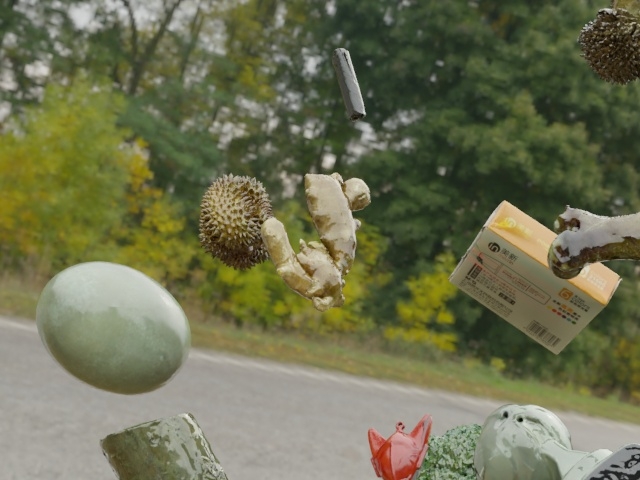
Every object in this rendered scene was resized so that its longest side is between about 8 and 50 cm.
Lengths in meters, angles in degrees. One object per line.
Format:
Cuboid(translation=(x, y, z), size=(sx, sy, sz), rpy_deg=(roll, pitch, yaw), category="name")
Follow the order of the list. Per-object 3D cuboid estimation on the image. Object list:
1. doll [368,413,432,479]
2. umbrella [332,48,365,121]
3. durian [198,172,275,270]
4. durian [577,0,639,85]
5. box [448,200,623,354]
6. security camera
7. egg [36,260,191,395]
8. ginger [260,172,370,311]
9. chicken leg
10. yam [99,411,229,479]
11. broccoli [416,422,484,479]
Cuboid(translation=(0.117, 0.341, 1.602), size=(0.109, 0.169, 0.057), rpy_deg=(-18, -54, 23), category="doll")
Cuboid(translation=(0.048, -0.270, 1.862), size=(0.036, 0.133, 0.031), rpy_deg=(-18, -11, 22), category="umbrella")
Cuboid(translation=(-0.135, -0.028, 1.754), size=(0.136, 0.158, 0.168), rpy_deg=(-11, 46, -9), category="durian")
Cuboid(translation=(0.531, -0.362, 1.842), size=(0.196, 0.167, 0.196), rpy_deg=(-26, 11, 6), category="durian")
Cuboid(translation=(0.406, 0.074, 2.067), size=(0.273, 0.091, 0.221), rpy_deg=(35, -35, 4), category="box")
Cuboid(translation=(0.341, 0.356, 1.566), size=(0.277, 0.197, 0.191), rpy_deg=(32, -34, 40), category="security camera")
Cuboid(translation=(-0.421, 0.183, 2.203), size=(0.258, 0.259, 0.352), rpy_deg=(17, -9, 44), category="egg")
Cuboid(translation=(0.000, 0.000, 1.273), size=(0.193, 0.176, 0.052), rpy_deg=(-4, -15, -43), category="ginger")
Cuboid(translation=(0.496, -0.028, 1.420), size=(0.360, 0.212, 0.140), rpy_deg=(11, -32, 11), category="chicken leg")
Cuboid(translation=(-0.226, 0.402, 1.719), size=(0.268, 0.161, 0.161), rpy_deg=(61, 5, 5), category="yam")
Cuboid(translation=(0.292, 0.507, 1.947), size=(0.413, 0.321, 0.310), rpy_deg=(-13, 17, 39), category="broccoli")
